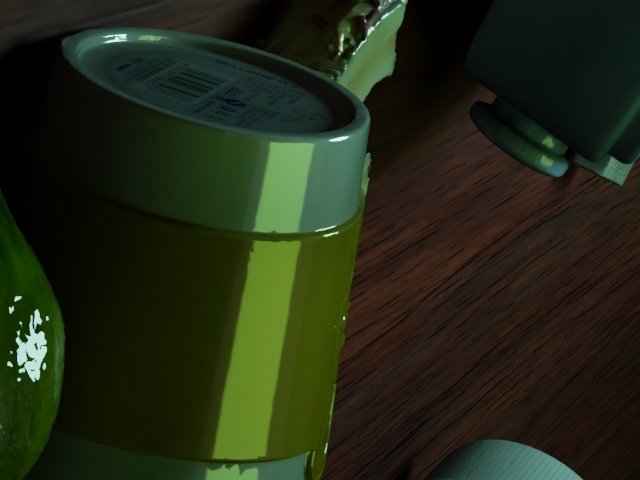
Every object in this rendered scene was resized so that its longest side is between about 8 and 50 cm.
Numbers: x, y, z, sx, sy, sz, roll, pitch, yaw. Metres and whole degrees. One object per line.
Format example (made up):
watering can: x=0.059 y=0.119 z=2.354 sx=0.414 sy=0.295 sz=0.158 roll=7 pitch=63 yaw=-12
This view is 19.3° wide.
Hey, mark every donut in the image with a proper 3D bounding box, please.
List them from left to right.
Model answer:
donut: x=-0.011 y=-0.068 z=1.057 sx=0.108 sy=0.065 sz=0.166 roll=-39 pitch=152 yaw=-46

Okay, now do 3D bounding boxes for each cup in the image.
cup: x=-0.075 y=0.017 z=0.901 sx=0.241 sy=0.185 sz=0.226 roll=-104 pitch=-154 yaw=-66

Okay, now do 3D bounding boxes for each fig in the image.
fig: x=-0.159 y=0.027 z=0.751 sx=0.123 sy=0.123 sz=0.156 roll=-8 pitch=112 yaw=-66

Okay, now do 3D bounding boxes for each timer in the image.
timer: x=0.223 y=-0.218 z=1.251 sx=0.395 sy=0.173 sz=0.395 roll=-54 pitch=176 yaw=-6

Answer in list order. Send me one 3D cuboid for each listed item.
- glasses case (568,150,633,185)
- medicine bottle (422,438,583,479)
glasses case: x=0.297 y=-0.153 z=1.731 sx=0.205 sy=0.047 sz=0.071 roll=-63 pitch=156 yaw=6
medicine bottle: x=0.112 y=0.340 z=1.646 sx=0.306 sy=0.245 sz=0.245 roll=-43 pitch=153 yaw=-43
